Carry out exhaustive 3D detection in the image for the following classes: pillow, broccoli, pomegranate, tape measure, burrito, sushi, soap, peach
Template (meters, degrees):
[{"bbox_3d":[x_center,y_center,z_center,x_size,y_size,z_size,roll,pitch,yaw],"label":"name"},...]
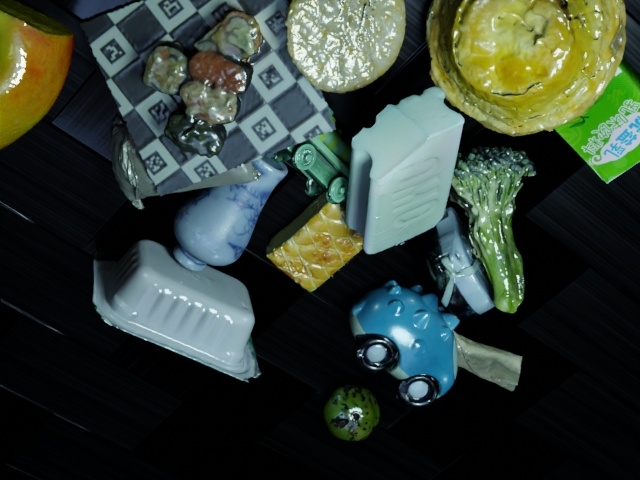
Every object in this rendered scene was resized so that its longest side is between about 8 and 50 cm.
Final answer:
[{"bbox_3d":[-0.242,-0.153,1.931,0.255,0.059,0.169,-11,93,10],"label":"pillow"},{"bbox_3d":[0.317,-0.021,1.997,0.164,0.145,0.304,-14,99,-27],"label":"broccoli"},{"bbox_3d":[0.063,0.368,2.376,0.122,0.122,0.161,5,164,-8],"label":"pomegranate"},{"bbox_3d":[0.263,0.055,2.097,0.107,0.182,0.181,-29,126,18],"label":"tape measure"},{"bbox_3d":[0.332,0.245,2.319,0.226,0.060,0.087,24,122,-20],"label":"burrito"},{"bbox_3d":[-0.185,-0.259,1.823,0.339,0.069,0.320,-19,105,8],"label":"sushi"},{"bbox_3d":[0.140,-0.113,1.918,0.172,0.095,0.289,-24,150,-17],"label":"soap"},{"bbox_3d":[-0.545,-0.249,1.739,0.242,0.380,0.306,33,93,-24],"label":"peach"}]

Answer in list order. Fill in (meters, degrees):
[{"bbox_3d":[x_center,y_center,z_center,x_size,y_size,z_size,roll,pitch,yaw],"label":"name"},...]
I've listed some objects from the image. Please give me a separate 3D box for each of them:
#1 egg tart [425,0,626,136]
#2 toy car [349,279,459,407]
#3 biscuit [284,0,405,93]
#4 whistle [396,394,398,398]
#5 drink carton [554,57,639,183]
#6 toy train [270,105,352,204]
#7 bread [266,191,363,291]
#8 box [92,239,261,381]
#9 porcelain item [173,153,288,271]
[{"bbox_3d":[0.311,-0.323,1.773,0.341,0.129,0.341,8,109,24],"label":"egg tart"},{"bbox_3d":[0.178,0.188,2.187,0.190,0.188,0.255,-42,107,15],"label":"toy car"},{"bbox_3d":[0.042,-0.347,1.821,0.219,0.033,0.220,-7,110,-20],"label":"biscuit"},{"bbox_3d":[0.219,0.305,2.343,0.090,0.090,0.158,19,123,-17],"label":"whistle"},{"bbox_3d":[0.475,-0.246,1.927,0.161,0.108,0.271,-36,123,24],"label":"drink carton"},{"bbox_3d":[0.003,-0.154,1.964,0.200,0.083,0.132,43,74,-42],"label":"toy train"},{"bbox_3d":[0.001,-0.001,2.105,0.125,0.068,0.188,37,117,-27],"label":"bread"},{"bbox_3d":[-0.248,0.107,2.064,0.336,0.264,0.106,26,107,-22],"label":"box"},{"bbox_3d":[-0.170,-0.055,2.018,0.141,0.141,0.259,30,112,-24],"label":"porcelain item"}]
